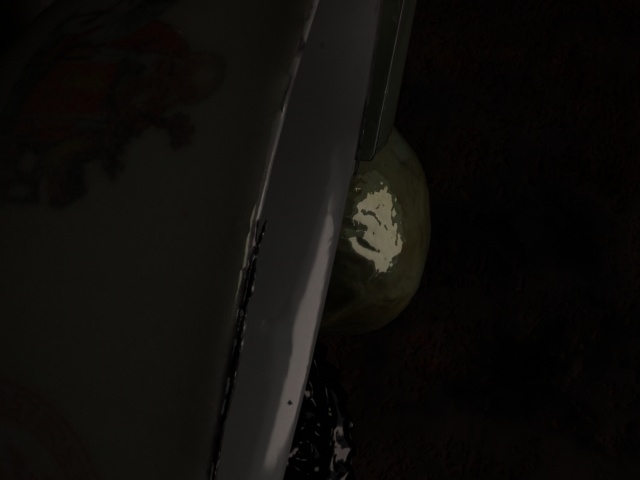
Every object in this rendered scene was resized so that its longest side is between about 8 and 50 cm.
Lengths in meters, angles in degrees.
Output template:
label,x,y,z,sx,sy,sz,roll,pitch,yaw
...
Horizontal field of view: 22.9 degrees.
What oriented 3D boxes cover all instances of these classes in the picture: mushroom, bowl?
label,x,y,z,sx,sy,sz,roll,pitch,yaw
mushroom,0.008,0.003,1.479,0.164,0.189,0.267,-78,176,-51
bowl,-0.082,0.017,0.629,0.345,0.157,0.345,12,90,-85

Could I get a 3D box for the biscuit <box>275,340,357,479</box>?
label,x,y,z,sx,sy,sz,roll,pitch,yaw
biscuit,-0.072,0.105,0.791,0.053,0.194,0.194,129,-22,-63

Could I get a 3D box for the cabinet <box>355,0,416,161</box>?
label,x,y,z,sx,sy,sz,roll,pitch,yaw
cabinet,-0.012,-0.145,1.154,0.206,0.145,0.150,-50,150,-81
